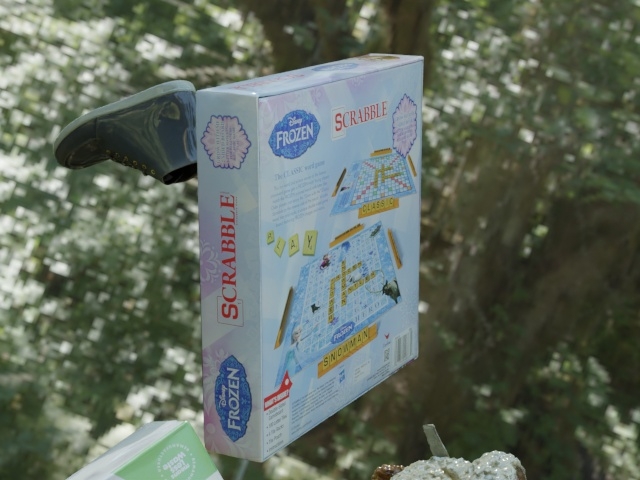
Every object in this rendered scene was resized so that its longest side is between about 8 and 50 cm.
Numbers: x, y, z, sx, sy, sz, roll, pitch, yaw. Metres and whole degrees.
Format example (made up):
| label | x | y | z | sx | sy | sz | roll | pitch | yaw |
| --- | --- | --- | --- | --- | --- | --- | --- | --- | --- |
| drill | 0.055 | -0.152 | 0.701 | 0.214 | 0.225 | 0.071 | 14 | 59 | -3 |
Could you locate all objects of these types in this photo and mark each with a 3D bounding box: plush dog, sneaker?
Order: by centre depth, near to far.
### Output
| label | x | y | z | sx | sy | sz | roll | pitch | yaw |
| --- | --- | --- | --- | --- | --- | --- | --- | --- | --- |
| plush dog | 0.096 | 0.352 | 1.557 | 0.211 | 0.262 | 0.225 | 27 | 34 | 28 |
| sneaker | -0.247 | -0.112 | 1.741 | 0.222 | 0.118 | 0.083 | -23 | -16 | 25 |

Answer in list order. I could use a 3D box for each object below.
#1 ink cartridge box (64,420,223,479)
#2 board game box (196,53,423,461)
| label | x | y | z | sx | sy | sz | roll | pitch | yaw |
| --- | --- | --- | --- | --- | --- | --- | --- | --- | --- |
| ink cartridge box | -0.162 | 0.405 | 1.533 | 0.119 | 0.207 | 0.353 | -15 | -73 | 59 |
| board game box | 0.000 | 0.000 | 1.254 | 0.066 | 0.318 | 0.319 | 8 | 15 | 28 |
